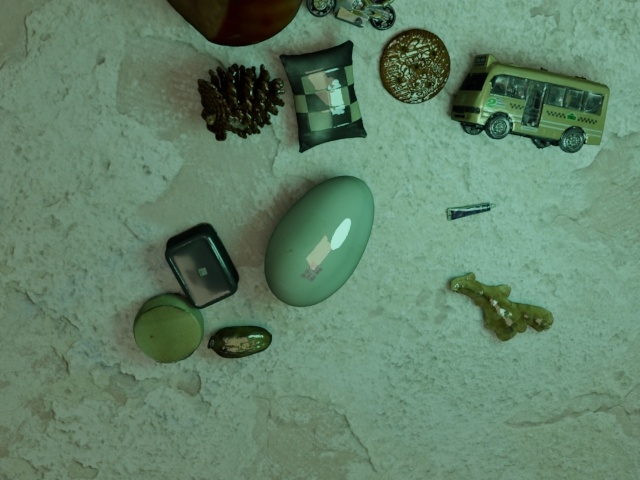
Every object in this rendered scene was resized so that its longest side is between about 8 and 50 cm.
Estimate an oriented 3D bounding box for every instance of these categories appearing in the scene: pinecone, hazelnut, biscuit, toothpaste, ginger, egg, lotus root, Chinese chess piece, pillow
[{"bbox_3d":[-0.184,-0.336,1.529,0.212,0.185,0.169,-10,84,-24],"label":"pinecone"},{"bbox_3d":[-0.194,-0.631,1.358,0.359,0.359,0.409,-38,115,5],"label":"hazelnut"},{"bbox_3d":[0.243,-0.444,1.629,0.187,0.027,0.188,-2,107,-7],"label":"biscuit"},{"bbox_3d":[0.420,-0.084,1.762,0.139,0.021,0.037,-11,108,-2],"label":"toothpaste"},{"bbox_3d":[0.511,0.192,1.825,0.333,0.081,0.148,34,100,-9],"label":"ginger"},{"bbox_3d":[0.000,0.000,1.624,0.229,0.230,0.371,31,95,-15],"label":"egg"},{"bbox_3d":[-0.222,0.279,1.754,0.179,0.080,0.089,-3,93,-11],"label":"lotus root"},{"bbox_3d":[-0.409,0.236,1.719,0.188,0.083,0.189,-3,110,-7],"label":"Chinese chess piece"},{"bbox_3d":[0.010,-0.355,1.584,0.185,0.106,0.250,-12,112,-4],"label":"pillow"}]

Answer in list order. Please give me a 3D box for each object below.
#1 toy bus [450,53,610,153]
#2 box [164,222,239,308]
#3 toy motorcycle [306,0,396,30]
[{"bbox_3d":[0.531,-0.343,1.624,0.364,0.177,0.202,7,102,-13],"label":"toy bus"},{"bbox_3d":[-0.312,0.070,1.676,0.144,0.090,0.201,-24,108,1],"label":"box"},{"bbox_3d":[0.083,-0.601,1.538,0.224,0.073,0.153,9,102,-9],"label":"toy motorcycle"}]
